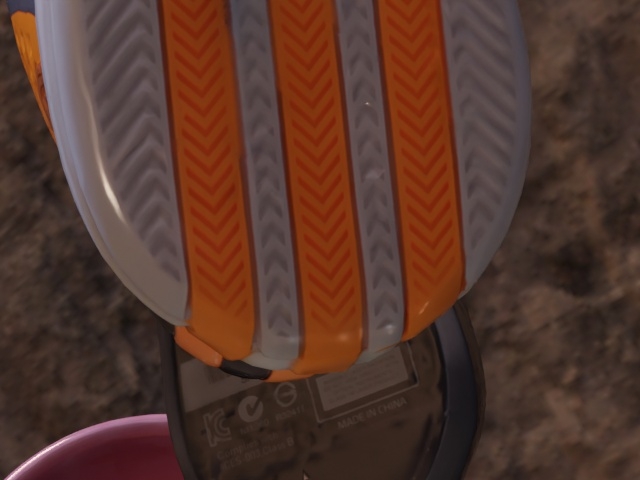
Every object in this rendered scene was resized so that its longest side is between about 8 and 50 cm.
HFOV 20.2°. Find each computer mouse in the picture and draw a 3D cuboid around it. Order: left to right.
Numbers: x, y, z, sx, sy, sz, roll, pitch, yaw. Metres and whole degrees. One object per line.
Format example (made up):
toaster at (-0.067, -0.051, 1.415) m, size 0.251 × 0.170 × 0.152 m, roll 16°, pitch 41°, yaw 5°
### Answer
computer mouse at (0.000, 0.000, 0.697) m, size 0.072 × 0.188 × 0.272 m, roll 38°, pitch -143°, yaw -61°

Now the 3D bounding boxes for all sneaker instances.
sneaker at (-0.037, -0.129, 0.417) m, size 0.124 × 0.180 × 0.321 m, roll 0°, pitch -91°, yaw -14°

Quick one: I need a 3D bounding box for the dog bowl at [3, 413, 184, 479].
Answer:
dog bowl at (-0.124, 0.318, 1.428) m, size 0.408 × 0.150 × 0.408 m, roll 2°, pitch -124°, yaw -3°
